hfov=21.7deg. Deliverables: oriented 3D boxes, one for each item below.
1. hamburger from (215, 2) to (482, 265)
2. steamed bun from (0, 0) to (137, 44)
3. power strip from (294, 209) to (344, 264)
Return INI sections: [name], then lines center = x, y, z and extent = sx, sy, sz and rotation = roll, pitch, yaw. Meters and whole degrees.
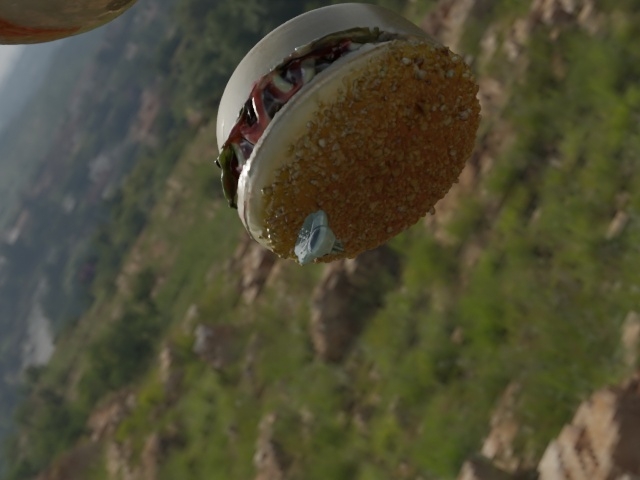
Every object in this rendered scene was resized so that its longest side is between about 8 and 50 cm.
[hamburger]
center = 0.031, -0.105, 1.760
extent = 0.302, 0.302, 0.170
rotation = -57, 45, 25
[steamed bun]
center = -0.297, -0.289, 1.353
extent = 0.374, 0.374, 0.241
rotation = 175, 117, -76
[power strip]
center = 0.000, 0.000, 1.575
extent = 0.083, 0.035, 0.055
rotation = -156, 87, -77
